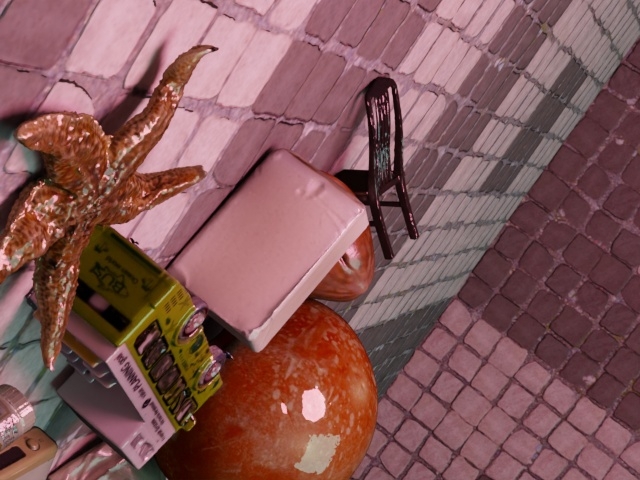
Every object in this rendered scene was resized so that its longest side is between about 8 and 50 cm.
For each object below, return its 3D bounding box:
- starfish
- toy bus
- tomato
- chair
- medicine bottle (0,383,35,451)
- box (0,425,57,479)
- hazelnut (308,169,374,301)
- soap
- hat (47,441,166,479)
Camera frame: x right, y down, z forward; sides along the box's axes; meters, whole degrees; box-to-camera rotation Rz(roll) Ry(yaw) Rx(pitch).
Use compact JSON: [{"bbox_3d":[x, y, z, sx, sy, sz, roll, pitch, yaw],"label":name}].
[{"bbox_3d":[-0.167,-0.032,0.830,0.277,0.062,0.236,-58,163,9],"label":"starfish"},{"bbox_3d":[-0.174,0.100,1.040,0.139,0.113,0.301,-48,163,-17],"label":"toy bus"},{"bbox_3d":[-0.058,0.202,1.303,0.270,0.222,0.270,-36,-174,4],"label":"tomato"},{"bbox_3d":[0.046,-0.089,1.368,0.084,0.102,0.212,-36,121,-51],"label":"chair"},{"bbox_3d":[-0.284,0.160,0.949,0.083,0.047,0.047,-38,160,-44],"label":"medicine bottle"},{"bbox_3d":[-0.359,0.291,1.013,0.270,0.045,0.210,-28,147,-60],"label":"box"},{"bbox_3d":[0.000,0.000,1.268,0.150,0.150,0.150,-48,165,-17],"label":"hazelnut"},{"bbox_3d":[-0.053,0.006,1.158,0.183,0.121,0.064,-49,165,-11],"label":"soap"},{"bbox_3d":[-0.215,0.340,1.306,0.149,0.244,0.214,-29,162,-10],"label":"hat"}]
